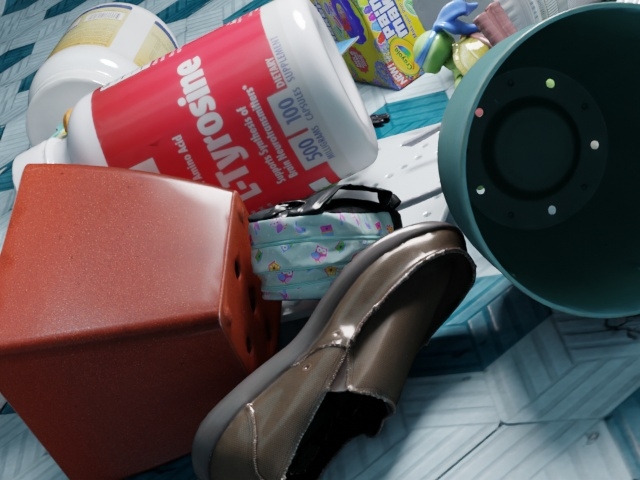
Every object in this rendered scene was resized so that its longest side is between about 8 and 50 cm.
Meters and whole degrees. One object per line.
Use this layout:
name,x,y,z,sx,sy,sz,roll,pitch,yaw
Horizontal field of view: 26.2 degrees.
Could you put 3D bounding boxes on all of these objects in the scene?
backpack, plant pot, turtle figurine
backpack,0.000,0.007,1.463,0.151,0.115,0.182,-14,-3,23
plant pot,-0.180,0.079,1.474,0.235,0.267,0.267,-8,48,14
plant pot,0.247,-0.087,1.375,0.293,0.293,0.235,-31,12,-6
turtle figurine,0.219,-0.125,1.604,0.266,0.275,0.198,19,8,7

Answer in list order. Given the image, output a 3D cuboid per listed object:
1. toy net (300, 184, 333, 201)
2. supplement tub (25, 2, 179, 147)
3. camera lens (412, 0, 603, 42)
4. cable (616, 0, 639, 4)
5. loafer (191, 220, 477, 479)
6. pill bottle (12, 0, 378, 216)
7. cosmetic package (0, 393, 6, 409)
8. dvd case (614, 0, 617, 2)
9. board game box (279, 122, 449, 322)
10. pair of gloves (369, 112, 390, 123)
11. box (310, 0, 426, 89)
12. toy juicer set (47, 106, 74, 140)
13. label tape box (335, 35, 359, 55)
toy net,0.002,-0.058,1.724,0.122,0.045,0.232,-16,29,20
supplement tub,-0.375,-0.258,2.386,0.228,0.228,0.316,-20,26,18
camera lens,0.291,-0.389,1.961,0.274,0.219,0.219,-39,27,-22
cable,0.461,-0.261,1.604,0.257,0.089,0.257,-49,36,0
loafer,0.041,0.135,1.365,0.130,0.134,0.366,32,71,38
pill bottle,-0.154,-0.113,1.664,0.407,0.229,0.229,-25,25,9
cosmetic package,-0.530,0.197,1.772,0.183,0.151,0.151,-13,29,27
dvd case,0.472,-0.327,1.898,0.164,0.018,0.221,-6,33,40
board game box,0.000,0.000,1.723,0.389,0.050,0.390,-14,28,29
pair of gloves,0.061,-0.162,2.015,0.074,0.010,0.083,-5,31,43
box,0.124,-0.436,2.141,0.279,0.290,0.177,-37,27,-16
toy juicer set,-0.321,-0.176,2.076,0.209,0.090,0.329,-23,23,6
label tape box,-0.102,-0.180,2.102,0.333,0.106,0.241,-7,32,39
